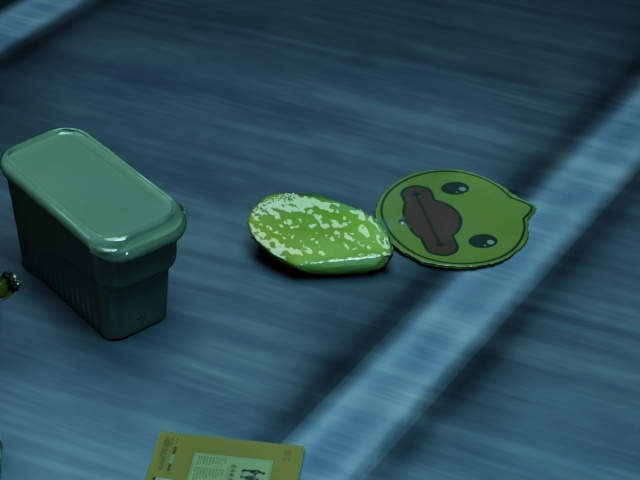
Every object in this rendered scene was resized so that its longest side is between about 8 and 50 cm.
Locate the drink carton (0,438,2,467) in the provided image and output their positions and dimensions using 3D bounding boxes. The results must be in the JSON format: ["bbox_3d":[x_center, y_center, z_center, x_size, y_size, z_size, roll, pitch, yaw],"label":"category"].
[{"bbox_3d":[-0.404,0.258,1.624,0.132,0.194,0.324,-2,37,-7],"label":"drink carton"}]

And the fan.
[{"bbox_3d":[0.143,-0.026,2.164,0.335,0.011,0.229,-8,39,-13],"label":"fan"}]

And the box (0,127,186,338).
[{"bbox_3d":[-0.285,-0.005,1.985,0.138,0.178,0.274,-26,45,-30],"label":"box"}]

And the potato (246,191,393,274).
[{"bbox_3d":[0.000,0.000,2.089,0.198,0.054,0.119,6,54,3],"label":"potato"}]

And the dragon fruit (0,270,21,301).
[{"bbox_3d":[-0.530,0.007,1.800,0.269,0.291,0.250,22,40,25],"label":"dragon fruit"}]

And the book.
[{"bbox_3d":[-0.110,0.267,1.771,0.172,0.012,0.118,6,38,6],"label":"book"}]
